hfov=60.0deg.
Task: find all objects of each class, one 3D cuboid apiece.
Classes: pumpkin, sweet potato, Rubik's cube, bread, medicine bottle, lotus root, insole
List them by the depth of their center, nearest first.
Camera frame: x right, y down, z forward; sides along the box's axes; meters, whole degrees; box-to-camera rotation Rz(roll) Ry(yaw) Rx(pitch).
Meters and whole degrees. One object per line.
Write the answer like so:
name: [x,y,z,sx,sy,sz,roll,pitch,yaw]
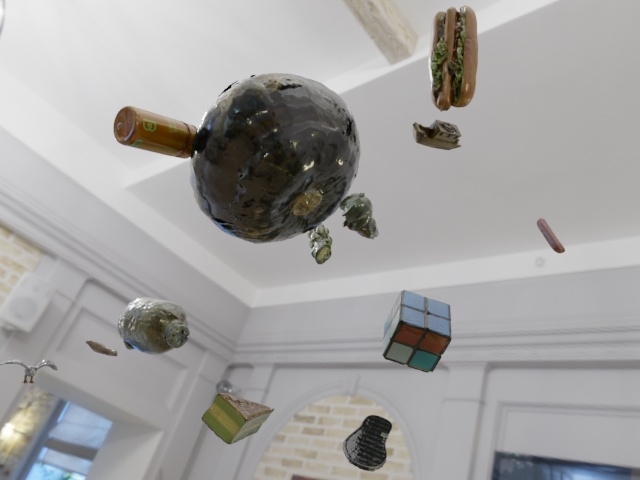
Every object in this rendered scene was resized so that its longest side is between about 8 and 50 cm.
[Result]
bread: [-0.171,0.366,1.170,0.084,0.074,0.139,37,7,21]
sweet potato: [-0.524,0.263,1.335,0.115,0.026,0.026,12,-30,28]
insole: [0.122,0.483,1.342,0.110,0.012,0.309,15,5,17]
medicine bottle: [-0.404,-0.264,1.371,0.096,0.096,0.191,-6,-8,36]
pumpkin: [-0.114,-0.205,1.410,0.344,0.454,0.454,52,-16,30]
lotus root: [-0.478,0.244,1.602,0.175,0.175,0.349,38,-29,-29]
Rubik's cube: [0.313,0.296,1.809,0.183,0.167,0.180,17,-56,1]

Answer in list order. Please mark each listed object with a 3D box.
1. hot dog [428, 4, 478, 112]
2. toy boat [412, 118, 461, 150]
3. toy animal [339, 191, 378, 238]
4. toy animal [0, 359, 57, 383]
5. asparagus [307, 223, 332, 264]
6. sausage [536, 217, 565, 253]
hot dog: [0.359,-0.498,1.508,0.135,0.338,0.100,-1,-20,22]
toy boat: [0.344,-0.312,1.622,0.200,0.057,0.077,4,-33,-36]
toy animal: [0.159,-0.068,1.991,0.138,0.108,0.236,-37,-57,15]
toy animal: [-0.409,0.185,0.779,0.084,0.028,0.050,12,14,-40]
asparagus: [0.000,0.000,1.734,0.080,0.287,0.080,-3,-69,-8]
sausage: [0.726,-0.016,1.755,0.030,0.147,0.035,17,-53,-30]
